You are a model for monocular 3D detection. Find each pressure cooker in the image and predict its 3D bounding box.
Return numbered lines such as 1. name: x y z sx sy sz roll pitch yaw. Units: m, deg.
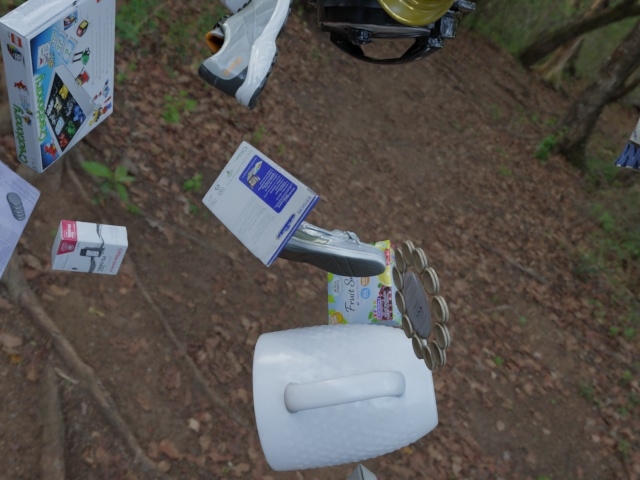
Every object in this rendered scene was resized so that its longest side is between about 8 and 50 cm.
1. pressure cooker: 0.164 -0.635 1.682 0.376 0.420 0.370 2 14 -8

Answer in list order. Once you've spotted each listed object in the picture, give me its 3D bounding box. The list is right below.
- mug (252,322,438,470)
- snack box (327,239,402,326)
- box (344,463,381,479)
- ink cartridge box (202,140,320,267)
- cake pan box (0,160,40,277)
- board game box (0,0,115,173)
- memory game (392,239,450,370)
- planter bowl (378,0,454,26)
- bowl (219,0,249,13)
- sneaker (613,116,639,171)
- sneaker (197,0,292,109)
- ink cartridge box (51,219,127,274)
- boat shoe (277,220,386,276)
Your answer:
1. mug: 0.051 0.290 1.355 0.374 0.328 0.276 53 30 -75
2. snack box: 0.108 0.118 1.762 0.070 0.175 0.207 37 49 -56
3. box: 0.127 0.605 1.452 0.232 0.148 0.127 38 5 -7
4. ink cartridge box: -0.113 -0.070 1.406 0.065 0.165 0.333 33 5 -39
5. cake pan box: -0.734 -0.071 1.448 0.267 0.070 0.245 48 41 -46
6. board game box: -0.405 -0.265 1.115 0.053 0.305 0.193 33 54 5
7. memory game: 0.138 0.090 0.982 0.012 0.186 0.186 -12 46 -12
8. planter bowl: 0.175 -0.460 1.123 0.090 0.217 0.217 -24 63 -34
9. bowl: -0.216 -0.647 1.739 0.053 0.142 0.142 6 39 -49
10. sneaker: 0.546 -0.183 1.043 0.128 0.182 0.315 11 8 -2
11. sneaker: -0.113 -0.326 1.091 0.108 0.100 0.271 21 51 -13
12. ink cartridge box: -0.533 0.018 1.631 0.151 0.109 0.063 7 44 -30
13. boat shoe: 0.000 0.001 1.547 0.320 0.103 0.118 12 -21 27
